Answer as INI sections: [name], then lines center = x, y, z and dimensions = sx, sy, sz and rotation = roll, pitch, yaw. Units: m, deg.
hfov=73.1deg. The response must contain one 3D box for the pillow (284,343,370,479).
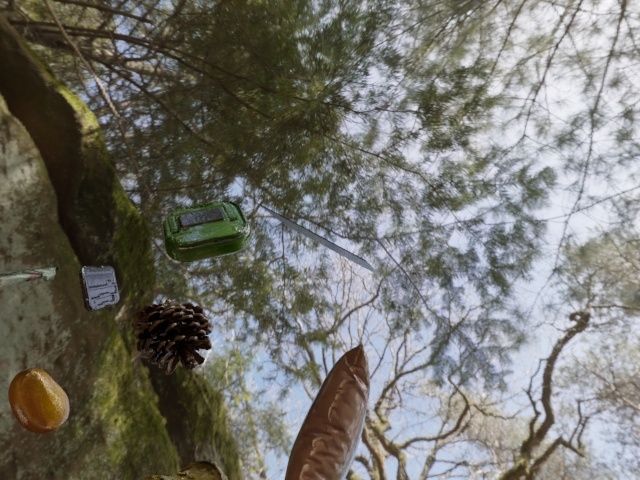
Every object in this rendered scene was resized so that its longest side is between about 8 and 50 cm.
[pillow]
center = 0.013, 0.280, 0.615
dimensions = 0.084, 0.223, 0.236
rotation = 16, -115, 12

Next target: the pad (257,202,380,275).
[pad]
center = 0.000, 0.000, 0.839
dimensions = 0.243, 0.163, 0.004
rotation = 28, -94, 21

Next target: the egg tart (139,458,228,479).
[egg tart]
center = -0.379, 0.655, 0.912
dimensions = 0.443, 0.443, 0.178
rotation = -39, -73, 11

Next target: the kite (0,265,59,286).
[kite]
center = -0.596, 0.074, 0.684
dimensions = 0.014, 0.368, 0.406
rotation = 14, -82, 23

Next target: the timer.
[timer]
center = -0.190, -0.019, 0.719
dimensions = 0.140, 0.128, 0.047
rotation = -12, -52, -16

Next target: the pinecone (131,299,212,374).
[pinecone]
center = -0.366, 0.241, 1.088
dimensions = 0.185, 0.212, 0.168
rotation = -20, -63, -22

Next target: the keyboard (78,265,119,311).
[keyboard]
center = -0.532, 0.113, 1.047
dimensions = 0.016, 0.262, 0.106
rotation = -11, -91, -12

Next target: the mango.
[mango]
center = -0.727, 0.408, 1.116
dimensions = 0.145, 0.112, 0.219
rotation = 20, -55, 17
